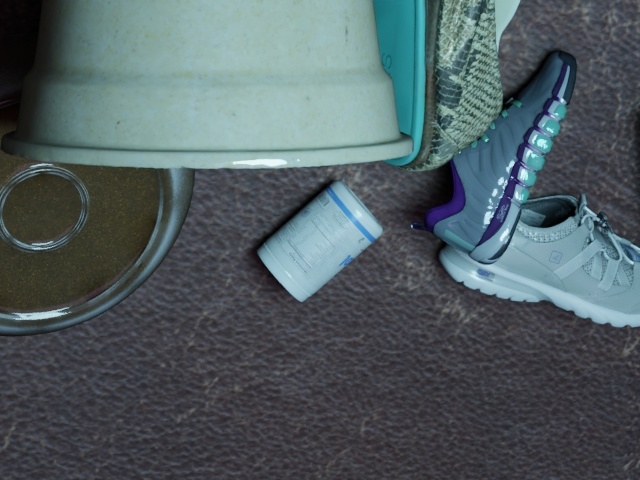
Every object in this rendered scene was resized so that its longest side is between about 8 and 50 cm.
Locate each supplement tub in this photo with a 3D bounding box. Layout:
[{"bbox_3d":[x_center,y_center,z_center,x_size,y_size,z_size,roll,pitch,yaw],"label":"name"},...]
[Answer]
[{"bbox_3d":[0.000,0.000,1.837,0.107,0.071,0.071,-42,125,5],"label":"supplement tub"}]

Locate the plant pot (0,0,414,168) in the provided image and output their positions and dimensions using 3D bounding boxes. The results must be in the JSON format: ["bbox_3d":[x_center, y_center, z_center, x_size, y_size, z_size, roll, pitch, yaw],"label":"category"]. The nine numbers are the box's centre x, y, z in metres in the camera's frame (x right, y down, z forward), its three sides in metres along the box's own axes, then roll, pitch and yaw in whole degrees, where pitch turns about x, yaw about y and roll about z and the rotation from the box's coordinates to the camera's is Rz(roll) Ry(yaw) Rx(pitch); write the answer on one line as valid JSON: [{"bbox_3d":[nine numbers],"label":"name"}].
[{"bbox_3d":[-0.088,-0.224,1.526,0.334,0.334,0.305,-2,98,-22],"label":"plant pot"}]

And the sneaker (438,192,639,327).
[{"bbox_3d":[0.265,0.011,1.932,0.281,0.105,0.115,9,115,-26],"label":"sneaker"}]

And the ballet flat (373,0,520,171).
[{"bbox_3d":[0.105,-0.287,1.683,0.182,0.164,0.482,-31,135,-30],"label":"ballet flat"}]

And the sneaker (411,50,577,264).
[{"bbox_3d":[0.169,-0.093,1.834,0.098,0.083,0.223,24,81,0],"label":"sneaker"}]

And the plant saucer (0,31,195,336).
[{"bbox_3d":[-0.256,-0.037,1.724,0.311,0.050,0.310,-10,121,-18],"label":"plant saucer"}]
